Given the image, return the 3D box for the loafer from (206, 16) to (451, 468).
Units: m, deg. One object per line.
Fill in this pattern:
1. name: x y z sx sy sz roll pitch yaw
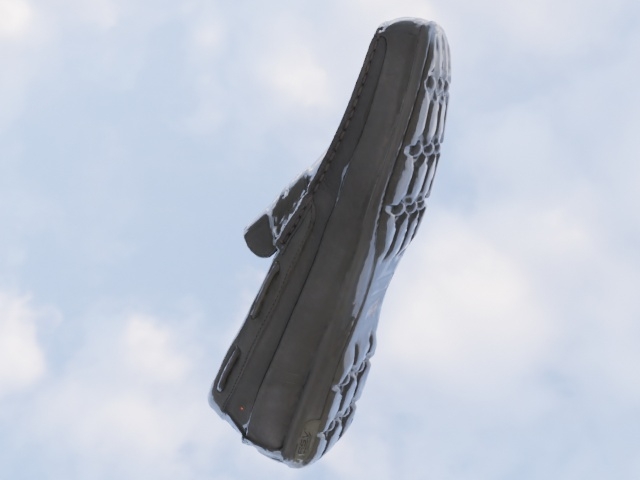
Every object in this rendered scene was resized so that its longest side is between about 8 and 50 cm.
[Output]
1. loafer: 0.000 0.000 0.597 0.112 0.112 0.319 23 -78 19
